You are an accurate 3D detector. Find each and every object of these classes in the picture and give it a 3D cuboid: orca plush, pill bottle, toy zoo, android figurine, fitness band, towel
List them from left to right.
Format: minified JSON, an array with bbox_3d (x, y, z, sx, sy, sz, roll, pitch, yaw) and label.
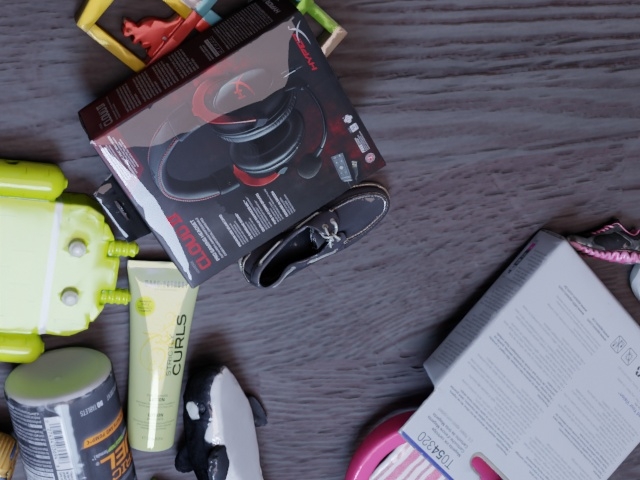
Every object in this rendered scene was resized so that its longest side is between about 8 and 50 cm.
[{"bbox_3d":[-0.348,0.025,1.509,0.272,0.056,0.248,7,110,-18],"label":"android figurine"},{"bbox_3d":[-0.293,0.263,1.583,0.130,0.130,0.246,-13,116,-11],"label":"pill bottle"},{"bbox_3d":[-0.136,-0.254,1.466,0.293,0.030,0.192,37,98,-27],"label":"toy zoo"},{"bbox_3d":[-0.130,0.279,1.674,0.102,0.151,0.287,-3,135,24],"label":"orca plush"},{"bbox_3d":[0.148,0.358,1.771,0.209,0.054,0.291,-37,116,0],"label":"fitness band"},{"bbox_3d":[0.157,0.352,1.813,0.197,0.029,0.144,35,98,-26],"label":"towel"}]

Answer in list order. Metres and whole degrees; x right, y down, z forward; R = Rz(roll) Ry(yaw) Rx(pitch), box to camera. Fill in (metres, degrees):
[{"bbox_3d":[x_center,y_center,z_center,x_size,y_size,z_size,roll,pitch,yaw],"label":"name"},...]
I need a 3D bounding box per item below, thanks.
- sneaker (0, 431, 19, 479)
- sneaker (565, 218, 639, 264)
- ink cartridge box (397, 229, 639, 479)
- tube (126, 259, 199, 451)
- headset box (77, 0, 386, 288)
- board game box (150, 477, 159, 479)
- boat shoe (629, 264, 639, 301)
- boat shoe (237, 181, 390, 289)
[{"bbox_3d":[-0.463,0.349,1.597,0.131,0.112,0.296,17,105,-5],"label":"sneaker"},{"bbox_3d":[0.375,-0.002,1.728,0.119,0.047,0.057,9,87,-21],"label":"sneaker"},{"bbox_3d":[0.290,0.210,1.743,0.330,0.071,0.324,-47,118,-6],"label":"ink cartridge box"},{"bbox_3d":[-0.200,0.138,1.601,0.070,0.062,0.240,-15,118,-54],"label":"tube"},{"bbox_3d":[-0.110,-0.105,1.458,0.293,0.110,0.218,-32,119,-2],"label":"headset box"},{"bbox_3d":[-0.166,0.391,1.723,0.181,0.043,0.092,30,101,-25],"label":"board game box"},{"bbox_3d":[0.547,0.131,1.795,0.118,0.103,0.320,-43,117,4],"label":"boat shoe"},{"bbox_3d":[0.000,0.000,1.596,0.206,0.065,0.075,-28,117,-4],"label":"boat shoe"}]
